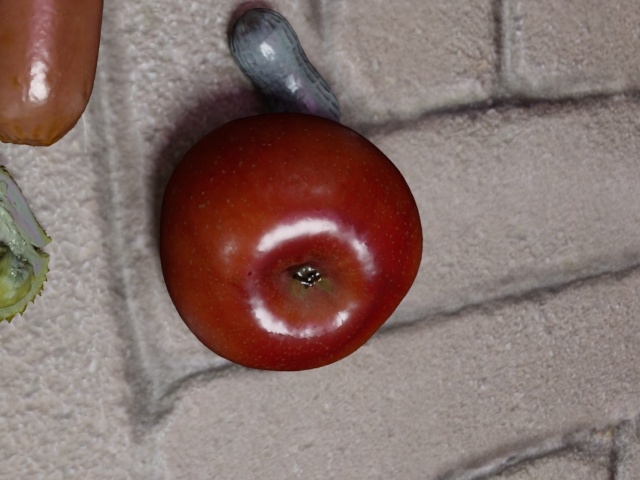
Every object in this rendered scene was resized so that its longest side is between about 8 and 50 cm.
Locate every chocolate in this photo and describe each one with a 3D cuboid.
[{"bbox_3d":[-0.034,-0.168,0.971,0.072,0.072,0.167,-41,118,-16],"label":"chocolate"}]

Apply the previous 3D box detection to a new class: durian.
[{"bbox_3d":[-0.322,-0.014,0.806,0.103,0.146,0.208,-6,122,14],"label":"durian"}]

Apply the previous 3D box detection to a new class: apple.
[{"bbox_3d":[-0.028,0.004,0.911,0.261,0.216,0.260,-4,110,-11],"label":"apple"}]

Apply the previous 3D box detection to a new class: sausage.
[{"bbox_3d":[-0.248,-0.211,0.816,0.114,0.114,0.259,0,101,-30],"label":"sausage"}]
